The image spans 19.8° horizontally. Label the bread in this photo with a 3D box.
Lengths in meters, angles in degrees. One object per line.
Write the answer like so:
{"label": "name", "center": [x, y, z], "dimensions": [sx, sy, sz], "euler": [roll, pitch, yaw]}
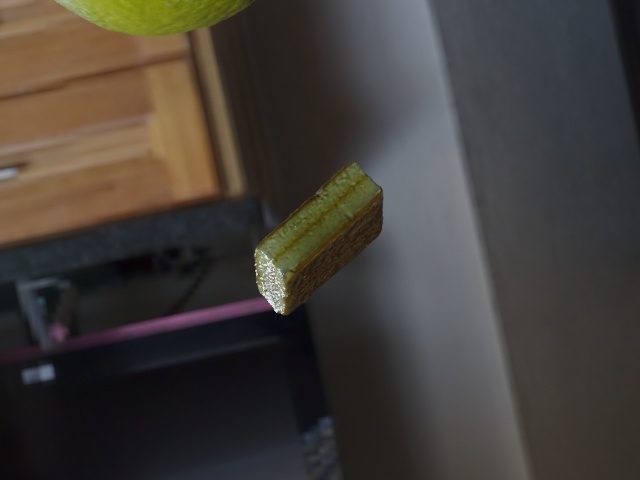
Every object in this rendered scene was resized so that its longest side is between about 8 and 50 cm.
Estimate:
{"label": "bread", "center": [0.000, 0.000, 1.239], "dimensions": [0.094, 0.035, 0.090], "euler": [-41, 165, -15]}

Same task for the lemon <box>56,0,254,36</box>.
{"label": "lemon", "center": [-0.108, -0.215, 1.081], "dimensions": [0.184, 0.184, 0.248], "euler": [-12, 168, 16]}
